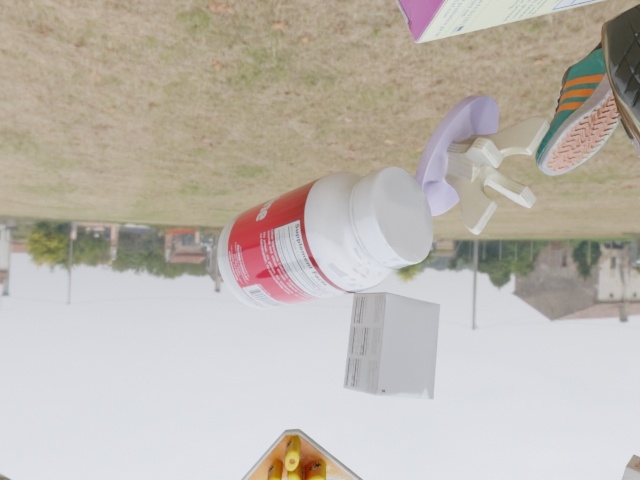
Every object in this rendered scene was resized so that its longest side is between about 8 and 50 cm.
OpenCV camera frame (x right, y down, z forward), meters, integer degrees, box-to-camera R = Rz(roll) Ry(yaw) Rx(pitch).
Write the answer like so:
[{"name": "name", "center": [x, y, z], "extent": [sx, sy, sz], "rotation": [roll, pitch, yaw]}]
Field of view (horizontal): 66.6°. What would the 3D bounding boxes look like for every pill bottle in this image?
[{"name": "pill bottle", "center": [0.000, 0.000, 0.956], "extent": [0.408, 0.228, 0.229], "rotation": [-17, 166, 42]}]

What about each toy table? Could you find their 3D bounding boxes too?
[{"name": "toy table", "center": [0.323, -0.155, 0.982], "extent": [0.252, 0.274, 0.161], "rotation": [14, -167, -42]}]

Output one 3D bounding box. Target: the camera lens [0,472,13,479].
[{"name": "camera lens", "center": [-0.626, 0.556, 0.877], "extent": [0.274, 0.219, 0.219], "rotation": [2, 180, 42]}]

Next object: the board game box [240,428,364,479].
[{"name": "board game box", "center": [-0.015, 0.515, 0.650], "extent": [0.390, 0.390, 0.050], "rotation": [40, -175, -3]}]

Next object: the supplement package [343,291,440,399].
[{"name": "supplement package", "center": [0.197, 0.287, 1.328], "extent": [0.204, 0.261, 0.145], "rotation": [15, 166, -31]}]

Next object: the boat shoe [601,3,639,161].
[{"name": "boat shoe", "center": [0.544, -0.217, 0.802], "extent": [0.123, 0.323, 0.120], "rotation": [-26, -174, 8]}]

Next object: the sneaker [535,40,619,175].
[{"name": "sneaker", "center": [0.520, -0.270, 0.963], "extent": [0.108, 0.302, 0.121], "rotation": [26, -163, -29]}]

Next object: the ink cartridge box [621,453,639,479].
[{"name": "ink cartridge box", "center": [0.466, 0.339, 0.627], "extent": [0.135, 0.056, 0.099], "rotation": [15, 179, 38]}]

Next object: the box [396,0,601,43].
[{"name": "box", "center": [0.151, -0.296, 0.370], "extent": [0.243, 0.213, 0.117], "rotation": [-20, 171, -20]}]
